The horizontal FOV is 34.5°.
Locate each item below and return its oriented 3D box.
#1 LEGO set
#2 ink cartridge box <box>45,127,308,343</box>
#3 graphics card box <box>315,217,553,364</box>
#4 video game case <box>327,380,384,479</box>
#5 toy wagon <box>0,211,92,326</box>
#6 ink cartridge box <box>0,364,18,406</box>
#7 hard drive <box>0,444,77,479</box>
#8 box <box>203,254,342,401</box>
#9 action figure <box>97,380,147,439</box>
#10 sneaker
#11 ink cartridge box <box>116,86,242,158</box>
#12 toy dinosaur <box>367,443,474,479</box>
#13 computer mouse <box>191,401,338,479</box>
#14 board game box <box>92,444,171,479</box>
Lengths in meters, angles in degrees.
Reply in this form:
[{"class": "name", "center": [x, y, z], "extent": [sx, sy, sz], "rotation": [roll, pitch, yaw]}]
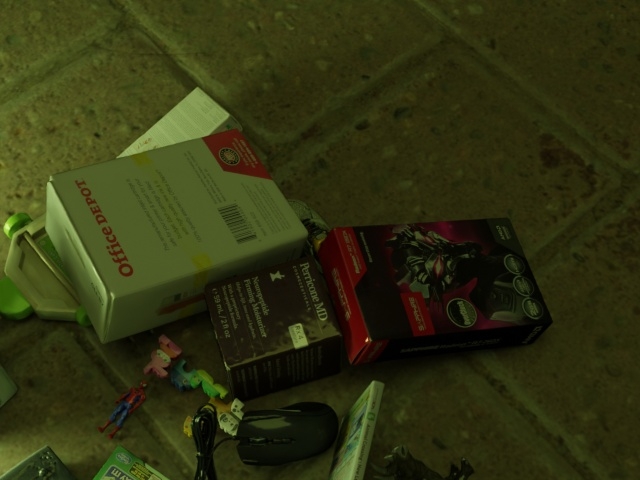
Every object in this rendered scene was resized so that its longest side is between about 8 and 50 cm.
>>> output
[{"class": "LEGO set", "center": [-0.217, 0.279, 1.779], "extent": [0.227, 0.087, 0.093], "rotation": [38, 70, 14]}, {"class": "ink cartridge box", "center": [-0.263, -0.016, 1.845], "extent": [0.384, 0.160, 0.279], "rotation": [-17, 60, -29]}, {"class": "graphics card box", "center": [0.201, 0.083, 1.817], "extent": [0.370, 0.094, 0.233], "rotation": [-2, 57, -24]}, {"class": "video game case", "center": [0.048, 0.347, 1.660], "extent": [0.023, 0.212, 0.193], "rotation": [18, 61, -4]}, {"class": "toy wagon", "center": [-0.482, 0.044, 1.926], "extent": [0.344, 0.068, 0.267], "rotation": [-37, 66, -18]}, {"class": "ink cartridge box", "center": [-0.696, 0.160, 1.744], "extent": [0.309, 0.272, 0.130], "rotation": [34, 66, 19]}, {"class": "hard drive", "center": [-0.499, 0.477, 1.682], "extent": [0.254, 0.054, 0.172], "rotation": [-40, 67, -21]}, {"class": "box", "center": [-0.083, 0.156, 1.796], "extent": [0.203, 0.167, 0.169], "rotation": [-16, 62, -8]}, {"class": "action figure", "center": [-0.341, 0.292, 1.804], "extent": [0.038, 0.030, 0.115], "rotation": [27, 62, 21]}, {"class": "sneaker", "center": [0.000, 0.000, 1.929], "extent": [0.088, 0.093, 0.225], "rotation": [-32, 64, -17]}, {"class": "ink cartridge box", "center": [-0.279, -0.190, 2.035], "extent": [0.224, 0.056, 0.181], "rotation": [-44, 38, -2]}, {"class": "toy dinosaur", "center": [0.194, 0.453, 1.664], "extent": [0.160, 0.121, 0.314], "rotation": [-27, 92, -16]}, {"class": "computer mouse", "center": [-0.086, 0.364, 1.709], "extent": [0.262, 0.060, 0.184], "rotation": [3, 94, -22]}, {"class": "board game box", "center": [-0.256, 0.504, 1.639], "extent": [0.317, 0.046, 0.213], "rotation": [32, 65, 7]}]
